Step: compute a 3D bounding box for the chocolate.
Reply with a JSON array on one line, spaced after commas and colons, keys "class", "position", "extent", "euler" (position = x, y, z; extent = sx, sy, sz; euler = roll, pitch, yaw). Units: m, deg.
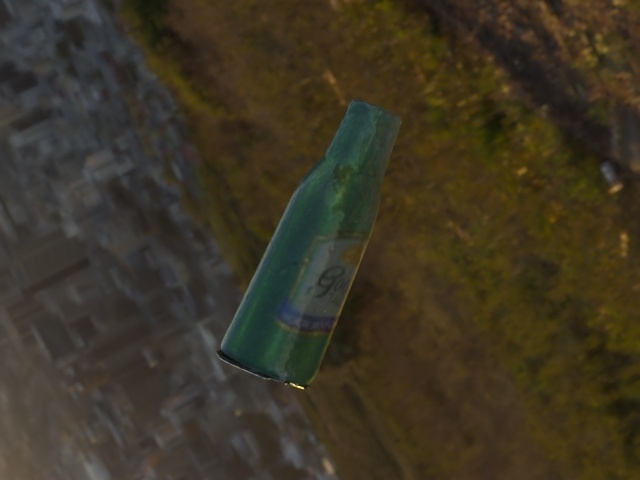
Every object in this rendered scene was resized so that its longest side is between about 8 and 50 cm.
[{"class": "chocolate", "position": [0.000, 0.000, 1.383], "extent": [0.110, 0.291, 0.110], "euler": [23, -175, -2]}]
